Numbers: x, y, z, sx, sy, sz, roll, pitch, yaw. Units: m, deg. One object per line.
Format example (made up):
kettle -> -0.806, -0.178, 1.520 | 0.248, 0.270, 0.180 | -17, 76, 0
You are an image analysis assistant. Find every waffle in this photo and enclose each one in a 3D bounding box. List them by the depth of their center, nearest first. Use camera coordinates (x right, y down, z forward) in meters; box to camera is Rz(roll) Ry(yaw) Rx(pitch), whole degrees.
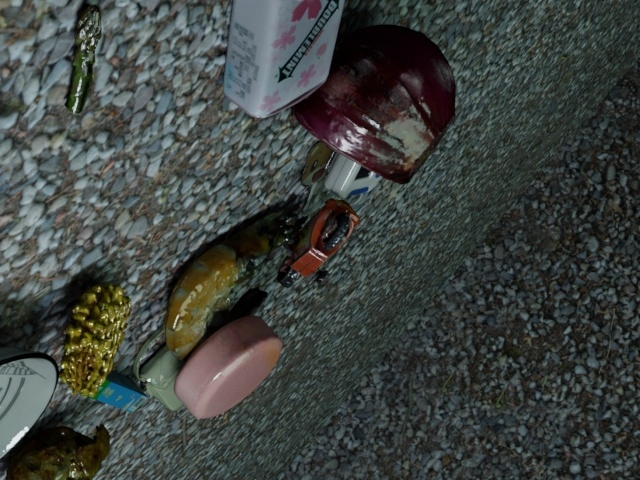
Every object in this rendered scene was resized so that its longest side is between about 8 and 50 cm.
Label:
waffle -> -0.383, 0.169, 1.639 | 0.193, 0.070, 0.197 | 98, 9, -70

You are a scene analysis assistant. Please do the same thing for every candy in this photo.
candy -> -0.194, 0.270, 2.016 | 0.255, 0.094, 0.255 | -39, 160, -17

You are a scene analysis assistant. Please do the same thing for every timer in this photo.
timer -> 0.107, -0.219, 2.132 | 0.178, 0.078, 0.253 | -16, 139, -59

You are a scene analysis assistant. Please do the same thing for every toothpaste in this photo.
toothpaste -> -0.420, 0.286, 1.901 | 0.050, 0.065, 0.267 | -45, 161, -5

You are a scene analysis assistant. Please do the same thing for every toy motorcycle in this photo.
toy motorcycle -> -0.002, 0.001, 2.131 | 0.298, 0.089, 0.171 | -39, -153, 52

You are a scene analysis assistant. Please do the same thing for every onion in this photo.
onion -> 0.122, -0.265, 1.776 | 0.260, 0.282, 0.336 | -53, 161, 14

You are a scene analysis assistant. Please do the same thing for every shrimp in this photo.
shrimp -> -0.164, 0.089, 2.023 | 0.445, 0.085, 0.272 | -44, 147, -35

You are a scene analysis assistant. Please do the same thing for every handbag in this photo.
handbag -> -0.294, 0.230, 2.082 | 0.256, 0.079, 0.219 | -46, 145, -16

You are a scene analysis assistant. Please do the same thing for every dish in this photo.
dish -> -0.560, 0.257, 1.476 | 0.316, 0.106, 0.316 | -41, 159, -19

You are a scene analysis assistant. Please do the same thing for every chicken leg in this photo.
chicken leg -> -0.499, 0.434, 1.906 | 0.211, 0.140, 0.361 | -32, 173, 7

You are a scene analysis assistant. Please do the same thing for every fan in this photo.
fan -> -0.005, -0.146, 2.128 | 0.152, 0.008, 0.227 | -33, 153, -45

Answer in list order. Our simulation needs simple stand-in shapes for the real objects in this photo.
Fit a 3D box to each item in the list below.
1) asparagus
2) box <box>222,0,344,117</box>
asparagus -> -0.307, -0.236, 1.252 | 0.036, 0.030, 0.165 | -20, 146, -38
box -> -0.042, -0.376, 1.473 | 0.190, 0.112, 0.370 | -39, 158, -34
